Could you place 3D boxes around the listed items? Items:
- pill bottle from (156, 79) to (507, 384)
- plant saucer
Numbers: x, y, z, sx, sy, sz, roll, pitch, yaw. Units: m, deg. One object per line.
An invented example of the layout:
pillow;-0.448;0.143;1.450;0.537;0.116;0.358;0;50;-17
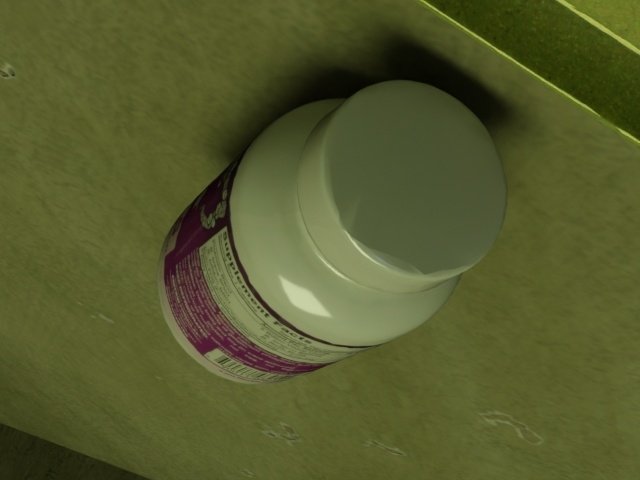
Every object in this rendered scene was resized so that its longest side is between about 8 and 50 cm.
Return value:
pill bottle;0.000;0.000;0.792;0.169;0.169;0.301;32;155;-13
plant saucer;0.133;-0.140;0.514;0.188;0.045;0.188;33;156;0
